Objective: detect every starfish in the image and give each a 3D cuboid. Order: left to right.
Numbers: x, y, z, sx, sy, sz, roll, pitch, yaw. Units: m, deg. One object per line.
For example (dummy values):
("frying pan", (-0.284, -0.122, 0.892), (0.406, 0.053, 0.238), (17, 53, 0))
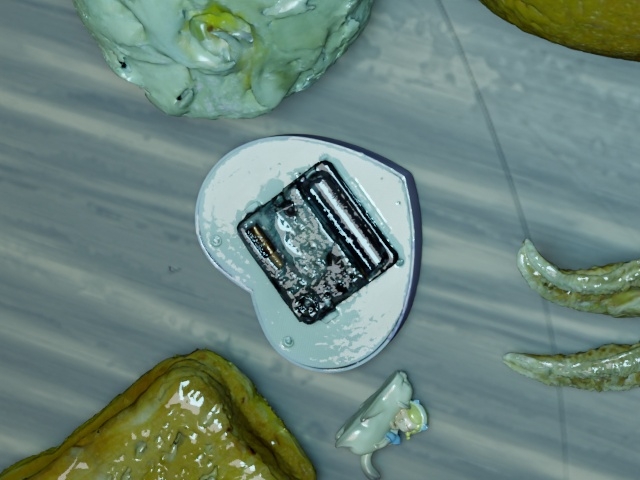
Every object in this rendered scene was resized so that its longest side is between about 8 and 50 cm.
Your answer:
("starfish", (0.316, 0.067, 1.264), (0.375, 0.094, 0.327), (-25, 107, 34))

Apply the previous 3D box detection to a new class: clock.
("clock", (0.000, 0.000, 1.364), (0.172, 0.064, 0.198), (-36, 89, 19))

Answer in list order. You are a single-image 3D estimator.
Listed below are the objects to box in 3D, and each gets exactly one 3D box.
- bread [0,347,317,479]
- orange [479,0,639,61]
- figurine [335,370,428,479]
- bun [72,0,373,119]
("bread", (-0.183, 0.249, 1.435), (0.380, 0.109, 0.185), (-34, 97, 20))
("orange", (0.235, -0.273, 1.131), (0.357, 0.322, 0.322), (-9, 97, 26))
("figurine", (0.053, 0.148, 1.387), (0.050, 0.047, 0.083), (41, 100, -10))
("bun", (-0.074, -0.186, 1.276), (0.239, 0.141, 0.239), (3, 136, 3))
